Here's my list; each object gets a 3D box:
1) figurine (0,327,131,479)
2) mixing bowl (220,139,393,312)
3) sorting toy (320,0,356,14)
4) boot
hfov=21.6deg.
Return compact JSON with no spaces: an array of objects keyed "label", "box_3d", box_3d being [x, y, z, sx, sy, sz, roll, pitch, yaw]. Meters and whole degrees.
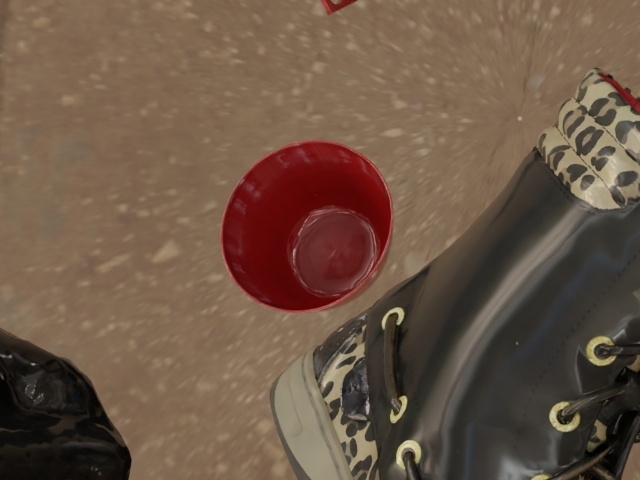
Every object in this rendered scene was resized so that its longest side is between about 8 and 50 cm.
[{"label":"figurine","box_3d":[-0.149,0.118,0.338,0.092,0.209,0.214,20,95,21]},{"label":"mixing bowl","box_3d":[0.000,0.000,1.693,0.181,0.098,0.181,-7,69,18]},{"label":"sorting toy","box_3d":[-0.015,-0.332,1.548,0.132,0.046,0.274,-34,96,-29]},{"label":"boot","box_3d":[0.089,0.064,0.541,0.085,0.236,0.178,29,109,-40]}]
